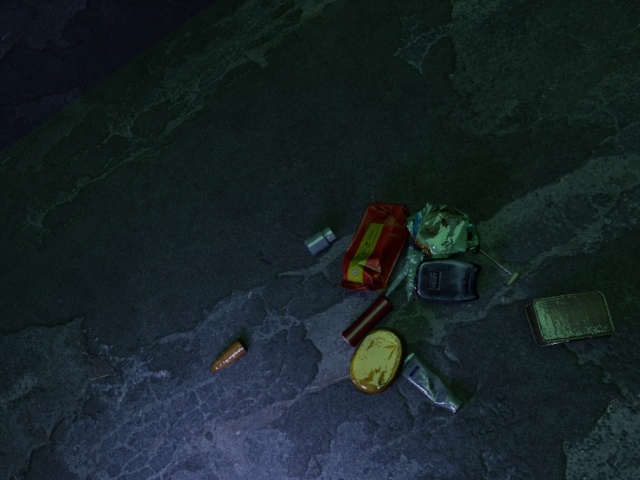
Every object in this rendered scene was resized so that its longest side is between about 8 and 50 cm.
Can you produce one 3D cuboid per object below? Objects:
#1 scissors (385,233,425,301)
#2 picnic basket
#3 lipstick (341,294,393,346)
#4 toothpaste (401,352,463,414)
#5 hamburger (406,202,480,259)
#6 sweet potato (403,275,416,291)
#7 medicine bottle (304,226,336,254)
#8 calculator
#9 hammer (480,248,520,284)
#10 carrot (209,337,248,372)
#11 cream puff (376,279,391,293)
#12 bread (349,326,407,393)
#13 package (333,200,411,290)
[{"bbox_3d":[0.380,0.079,1.904,0.256,0.029,0.383,20,67,21],"label":"scissors"},{"bbox_3d":[0.901,0.286,1.665,0.266,0.139,0.165,-10,69,11],"label":"picnic basket"},{"bbox_3d":[0.193,0.328,1.879,0.241,0.080,0.080,-45,66,-3],"label":"lipstick"},{"bbox_3d":[0.420,0.551,1.759,0.266,0.061,0.096,39,86,30],"label":"toothpaste"},{"bbox_3d":[0.508,-0.051,1.854,0.276,0.150,0.260,-20,63,-5],"label":"hamburger"},{"bbox_3d":[0.456,0.197,1.865,0.255,0.058,0.078,10,53,14],"label":"sweet potato"},{"bbox_3d":[0.000,0.000,2.044,0.130,0.080,0.080,-33,66,1],"label":"medicine bottle"},{"bbox_3d":[0.499,0.157,1.805,0.268,0.040,0.177,3,93,3],"label":"calculator"},{"bbox_3d":[0.704,0.099,1.851,0.060,0.028,0.195,-48,63,3],"label":"hammer"},{"bbox_3d":[-0.407,0.510,1.994,0.205,0.072,0.072,-39,66,7],"label":"carrot"},{"bbox_3d":[0.254,0.182,1.922,0.083,0.058,0.083,-12,67,12],"label":"cream puff"},{"bbox_3d":[0.223,0.464,1.789,0.195,0.142,0.270,27,82,19],"label":"bread"},{"bbox_3d":[0.224,0.032,1.917,0.196,0.123,0.423,10,68,45],"label":"package"}]
